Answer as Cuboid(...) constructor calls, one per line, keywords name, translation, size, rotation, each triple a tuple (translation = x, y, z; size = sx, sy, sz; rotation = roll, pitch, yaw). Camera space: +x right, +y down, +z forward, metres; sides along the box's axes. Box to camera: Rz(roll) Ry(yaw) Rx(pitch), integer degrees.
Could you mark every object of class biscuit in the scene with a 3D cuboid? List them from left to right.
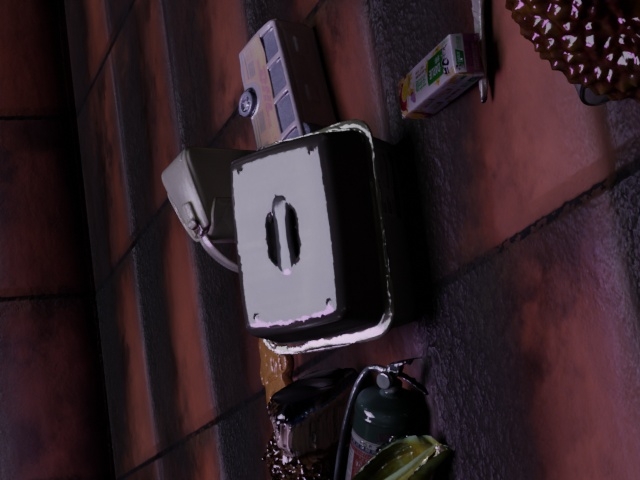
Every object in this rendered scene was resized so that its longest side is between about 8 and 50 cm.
Cuboid(name="biscuit", translation=(-0.075, 0.232, 2.363), size=(0.133, 0.027, 0.184), rotation=(165, 101, -67))

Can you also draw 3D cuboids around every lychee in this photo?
Cuboid(name="lychee", translation=(0.261, -0.255, 1.152), size=(0.271, 0.271, 0.271), rotation=(177, 90, -69))

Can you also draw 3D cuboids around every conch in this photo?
Cuboid(name="conch", translation=(0.080, 0.326, 1.791), size=(0.095, 0.079, 0.201), rotation=(32, 89, 26))

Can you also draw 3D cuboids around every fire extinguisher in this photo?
Cuboid(name="fire extinguisher", translation=(0.081, 0.271, 1.865), size=(0.118, 0.093, 0.294), rotation=(22, 118, 32))

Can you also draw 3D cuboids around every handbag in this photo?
Cuboid(name="handbag", translation=(-0.106, -0.033, 2.103), size=(0.079, 0.256, 0.219), rotation=(-41, 63, 35))

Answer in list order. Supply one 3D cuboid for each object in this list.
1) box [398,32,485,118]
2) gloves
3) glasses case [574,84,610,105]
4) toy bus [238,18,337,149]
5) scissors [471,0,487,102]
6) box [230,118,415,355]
Cuboid(name="box", translation=(0.141, -0.194, 1.688), size=(0.207, 0.041, 0.050), rotation=(146, 120, -73))
Cuboid(name="gloves", translation=(-0.016, 0.343, 2.005), size=(0.210, 0.135, 0.312), rotation=(-59, -22, -62))
Cuboid(name="glasses case", translation=(0.247, -0.283, 1.402), size=(0.114, 0.060, 0.299), rotation=(113, 147, -54))
Cuboid(name="toy bus", translation=(-0.035, -0.161, 2.097), size=(0.138, 0.097, 0.343), rotation=(-43, 51, 42))
Cuboid(name="scissors", translation=(0.182, -0.308, 1.626), size=(0.109, 0.022, 0.300), rotation=(174, 92, -73))
Cuboid(name="box", translation=(0.000, 0.000, 1.854), size=(0.220, 0.166, 0.291), rotation=(-14, 78, 35))
